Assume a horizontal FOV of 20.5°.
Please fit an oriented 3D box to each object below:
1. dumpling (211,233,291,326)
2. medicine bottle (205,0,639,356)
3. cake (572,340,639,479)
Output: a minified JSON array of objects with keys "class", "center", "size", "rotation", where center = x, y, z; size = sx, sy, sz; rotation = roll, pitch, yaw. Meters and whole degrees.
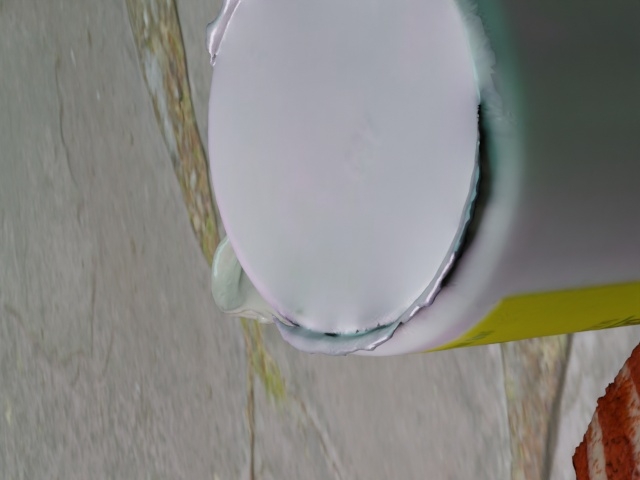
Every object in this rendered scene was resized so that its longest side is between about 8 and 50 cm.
[{"class":"dumpling","center":[-0.002,0.000,1.320],"size":[0.169,0.100,0.134],"rotation":[-7,73,48]},{"class":"medicine bottle","center":[0.142,-0.060,0.916],"size":[0.213,0.379,0.213],"rotation":[6,98,50]},{"class":"cake","center":[0.259,0.173,1.054],"size":[0.262,0.160,0.158],"rotation":[-90,20,-58]}]
